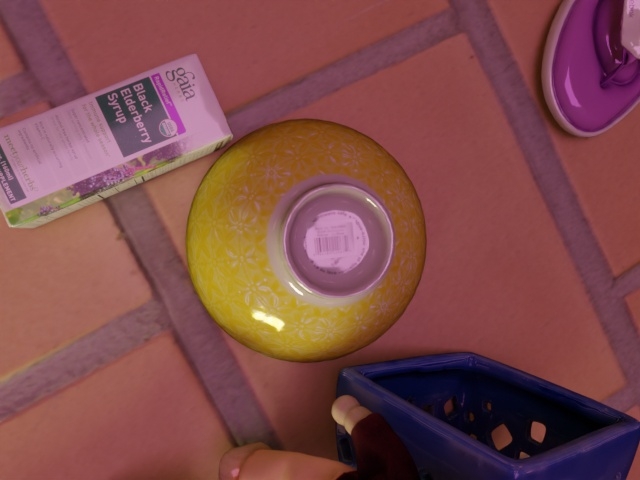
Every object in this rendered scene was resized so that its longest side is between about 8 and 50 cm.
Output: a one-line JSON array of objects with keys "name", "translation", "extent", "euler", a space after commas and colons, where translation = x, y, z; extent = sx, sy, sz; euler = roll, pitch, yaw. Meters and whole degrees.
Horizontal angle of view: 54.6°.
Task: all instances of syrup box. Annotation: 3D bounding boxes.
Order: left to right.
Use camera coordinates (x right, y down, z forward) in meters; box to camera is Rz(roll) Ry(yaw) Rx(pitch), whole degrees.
[{"name": "syrup box", "translation": [-0.219, -0.102, 0.651], "extent": [0.237, 0.096, 0.093], "euler": [-25, 96, -11]}]

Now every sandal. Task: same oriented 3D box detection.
[{"name": "sandal", "translation": [0.435, -0.319, 0.805], "extent": [0.169, 0.102, 0.416], "euler": [39, 82, -10]}]

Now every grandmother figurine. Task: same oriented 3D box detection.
[{"name": "grandmother figurine", "translation": [0.030, 0.246, 0.555], "extent": [0.104, 0.342, 0.207], "euler": [4, 80, -41]}]

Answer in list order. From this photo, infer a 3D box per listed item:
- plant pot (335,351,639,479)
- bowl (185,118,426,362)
[{"name": "plant pot", "translation": [0.159, 0.259, 0.650], "extent": [0.236, 0.236, 0.212], "euler": [2, 99, -39]}, {"name": "bowl", "translation": [0.000, 0.000, 0.674], "extent": [0.289, 0.156, 0.289], "euler": [0, 90, -13]}]
